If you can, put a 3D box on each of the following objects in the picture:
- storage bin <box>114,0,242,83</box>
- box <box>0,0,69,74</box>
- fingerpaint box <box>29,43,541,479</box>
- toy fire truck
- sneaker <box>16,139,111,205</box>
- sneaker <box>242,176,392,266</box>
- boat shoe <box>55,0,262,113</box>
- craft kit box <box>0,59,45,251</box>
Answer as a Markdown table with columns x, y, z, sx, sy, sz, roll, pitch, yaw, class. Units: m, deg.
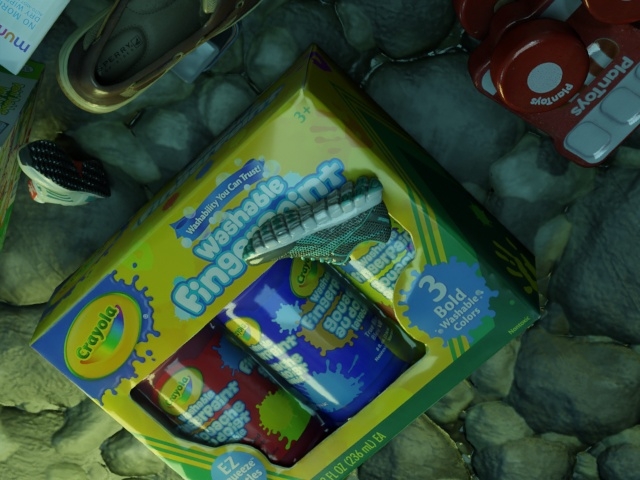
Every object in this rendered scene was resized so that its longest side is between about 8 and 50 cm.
| x | y | z | sx | sy | sz | roll | pitch | yaw | class |
| --- | --- | --- | --- | --- | --- | --- | --- | --- | --- |
| -0.164 | -0.229 | 1.881 | 0.135 | 0.091 | 0.098 | 39 | 112 | -13 | storage bin |
| -0.354 | -0.349 | 1.821 | 0.262 | 0.127 | 0.231 | 36 | 110 | -13 | box |
| -0.039 | 0.070 | 1.969 | 0.445 | 0.163 | 0.371 | -41 | 105 | 19 | fingerpaint box |
| 0.304 | -0.232 | 1.825 | 0.254 | 0.169 | 0.302 | 28 | 117 | -35 | toy fire truck |
| -0.303 | -0.066 | 1.944 | 0.075 | 0.161 | 0.057 | -22 | 73 | 20 | sneaker |
| 0.000 | 0.000 | 1.815 | 0.166 | 0.065 | 0.076 | -23 | 112 | 12 | sneaker |
| -0.124 | -0.263 | 1.771 | 0.342 | 0.123 | 0.123 | -43 | 101 | -14 | boat shoe |
| -0.370 | -0.047 | 1.895 | 0.061 | 0.246 | 0.250 | 17 | 116 | -2 | craft kit box |
